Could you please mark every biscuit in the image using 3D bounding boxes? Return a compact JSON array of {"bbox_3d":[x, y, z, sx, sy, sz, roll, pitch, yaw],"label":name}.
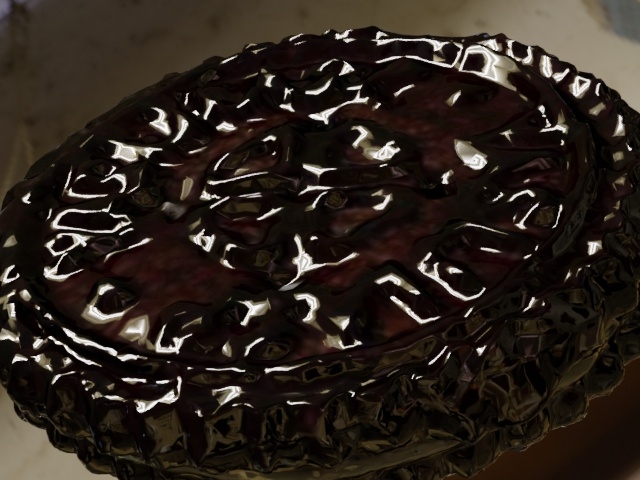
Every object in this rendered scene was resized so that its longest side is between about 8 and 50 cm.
[{"bbox_3d":[0.000,0.000,0.433,0.194,0.194,0.053,-26,-52,-20],"label":"biscuit"}]
